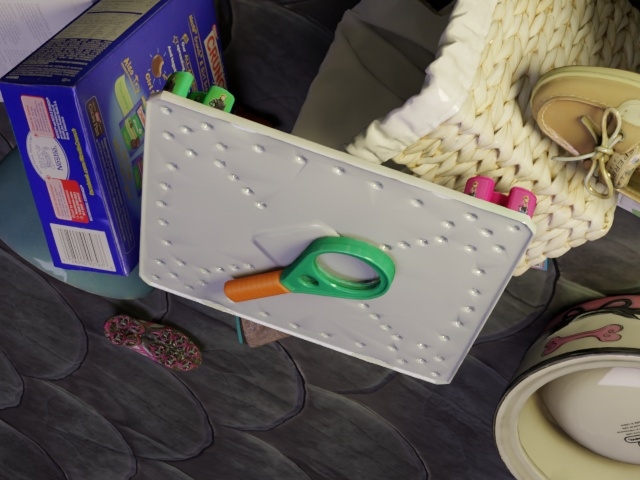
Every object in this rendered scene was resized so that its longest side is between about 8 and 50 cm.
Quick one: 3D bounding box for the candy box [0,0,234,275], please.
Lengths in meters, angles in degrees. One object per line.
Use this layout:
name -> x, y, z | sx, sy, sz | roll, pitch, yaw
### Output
candy box -> -0.236, -0.155, 1.638 | 0.122, 0.317, 0.268 | 9, 128, 25

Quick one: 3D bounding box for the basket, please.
basket -> 0.160, -0.140, 1.455 | 0.266, 0.331, 0.328 | 36, 144, -18

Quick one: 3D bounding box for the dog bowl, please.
dog bowl -> 0.459, 0.245, 1.884 | 0.408, 0.150, 0.408 | 10, 135, 10

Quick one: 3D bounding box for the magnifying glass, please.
magnifying glass -> -0.017, 0.039, 1.412 | 0.231, 0.026, 0.092 | -14, 136, 42

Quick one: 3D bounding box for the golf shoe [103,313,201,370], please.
golf shoe -> -0.300, 0.179, 2.366 | 0.186, 0.067, 0.086 | 25, 176, -8

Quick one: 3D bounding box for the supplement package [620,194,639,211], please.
supplement package -> 0.442, -0.149, 1.281 | 0.198, 0.199, 0.262 | 22, 143, 13

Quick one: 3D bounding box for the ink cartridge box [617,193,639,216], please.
ink cartridge box -> 0.387, -0.094, 1.605 | 0.209, 0.062, 0.109 | 27, 144, -3

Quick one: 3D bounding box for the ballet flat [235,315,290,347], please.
ballet flat -> -0.085, 0.040, 1.878 | 0.106, 0.107, 0.316 | -4, 144, 4

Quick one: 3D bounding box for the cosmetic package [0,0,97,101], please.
cosmetic package -> -0.398, -0.342, 1.723 | 0.284, 0.097, 0.377 | 8, 141, 24

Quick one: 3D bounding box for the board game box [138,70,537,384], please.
board game box -> 0.000, 0.000, 1.409 | 0.390, 0.050, 0.390 | 19, 150, 2

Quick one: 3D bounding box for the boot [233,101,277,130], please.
boot -> -0.132, -0.173, 1.817 | 0.158, 0.059, 0.084 | 16, 139, 14

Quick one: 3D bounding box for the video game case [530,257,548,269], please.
video game case -> 0.237, -0.016, 1.834 | 0.166, 0.015, 0.119 | 12, 143, 17

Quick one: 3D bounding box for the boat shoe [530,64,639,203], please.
boat shoe -> 0.320, -0.070, 1.214 | 0.285, 0.089, 0.104 | 26, 144, 12

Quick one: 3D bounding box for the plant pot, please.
plant pot -> -0.317, -0.081, 1.897 | 0.290, 0.290, 0.195 | 31, 107, -8
